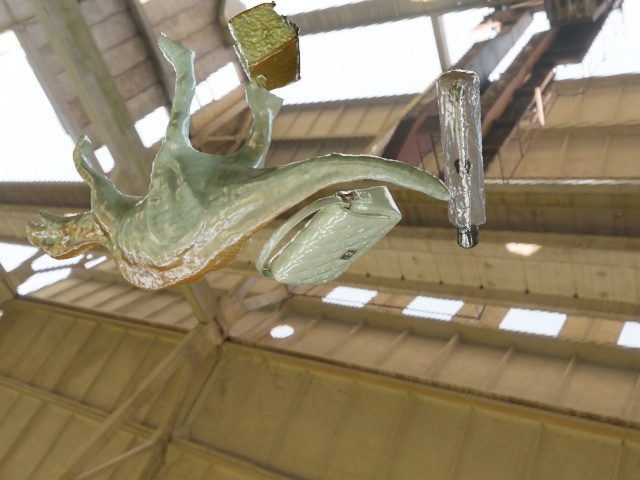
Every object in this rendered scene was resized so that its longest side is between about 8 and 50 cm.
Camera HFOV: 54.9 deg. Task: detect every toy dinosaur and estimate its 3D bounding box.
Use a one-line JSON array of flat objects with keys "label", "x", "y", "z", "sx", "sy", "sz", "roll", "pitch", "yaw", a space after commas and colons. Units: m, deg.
[{"label": "toy dinosaur", "x": -0.080, "y": -0.051, "z": 0.491, "sx": 0.393, "sy": 0.092, "sz": 0.205, "roll": 11, "pitch": -95, "yaw": 25}]

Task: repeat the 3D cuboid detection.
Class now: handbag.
[{"label": "handbag", "x": 0.000, "y": 0.000, "z": 1.068, "sx": 0.219, "sy": 0.079, "sz": 0.256, "roll": -6, "pitch": 151, "yaw": -42}]

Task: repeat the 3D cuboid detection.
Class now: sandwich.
[{"label": "sandwich", "x": -0.111, "y": -0.394, "z": 1.320, "sx": 0.128, "sy": 0.122, "sz": 0.235, "roll": -29, "pitch": 170, "yaw": -4}]

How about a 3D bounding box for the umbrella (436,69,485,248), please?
[{"label": "umbrella", "x": 0.257, "y": -0.137, "z": 1.111, "sx": 0.067, "sy": 0.337, "sz": 0.073, "roll": -21, "pitch": -152, "yaw": -18}]
